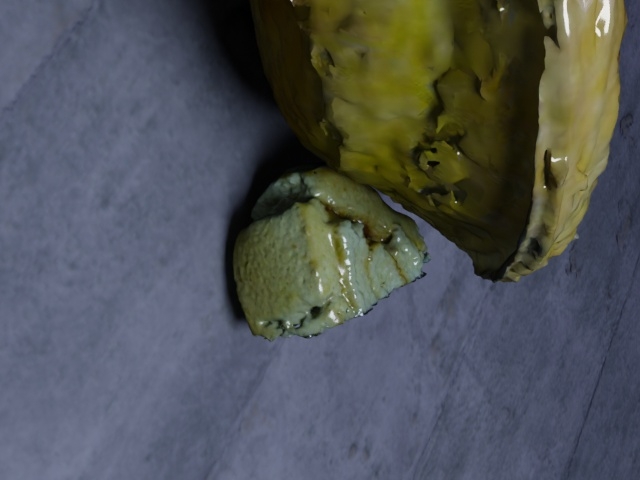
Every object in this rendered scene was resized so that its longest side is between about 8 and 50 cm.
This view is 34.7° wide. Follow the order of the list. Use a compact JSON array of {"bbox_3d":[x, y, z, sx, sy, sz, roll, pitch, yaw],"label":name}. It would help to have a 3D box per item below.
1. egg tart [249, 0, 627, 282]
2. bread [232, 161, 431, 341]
[{"bbox_3d":[0.045,-0.176,0.640,0.443,0.178,0.443,170,-90,-85],"label":"egg tart"},{"bbox_3d":[0.002,-0.003,0.743,0.156,0.103,0.110,-31,101,-54],"label":"bread"}]
